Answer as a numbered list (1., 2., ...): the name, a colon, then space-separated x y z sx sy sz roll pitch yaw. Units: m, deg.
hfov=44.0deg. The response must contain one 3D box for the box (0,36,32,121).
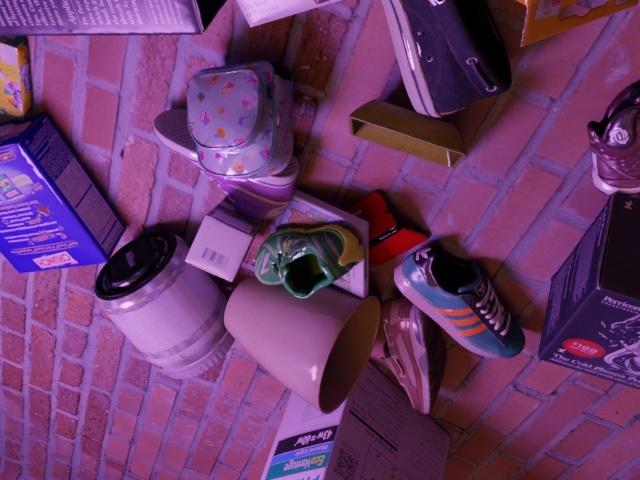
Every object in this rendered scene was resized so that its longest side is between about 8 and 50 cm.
1. box: -0.600 -0.312 1.492 0.105 0.043 0.179 20 135 2

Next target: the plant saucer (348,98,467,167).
1. plant saucer: 0.141 -0.174 1.271 0.188 0.045 0.188 19 180 3

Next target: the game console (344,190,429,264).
1. game console: 0.111 -0.021 1.515 0.144 0.085 0.124 -32 84 41

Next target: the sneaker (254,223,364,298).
1. sneaker: -0.048 0.042 1.485 0.295 0.123 0.109 -15 115 52

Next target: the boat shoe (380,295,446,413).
1. boat shoe: 0.192 0.236 1.673 0.116 0.123 0.325 8 129 24

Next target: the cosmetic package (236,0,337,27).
1. cosmetic package: -0.018 -0.395 1.161 0.238 0.060 0.099 -9 128 29

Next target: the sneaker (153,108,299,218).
1. sneaker: -0.183 -0.125 1.456 0.282 0.102 0.161 27 143 8

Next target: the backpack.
1. backpack: -0.130 -0.192 1.297 0.165 0.144 0.189 -1 99 22

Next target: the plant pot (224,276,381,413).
1. plant pot: -0.053 0.184 1.645 0.273 0.256 0.257 22 139 24

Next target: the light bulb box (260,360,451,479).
1. light bulb box: 0.085 0.523 1.812 0.225 0.361 0.358 -27 118 39

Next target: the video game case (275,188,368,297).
1. video game case: 0.000 0.000 1.523 0.212 0.023 0.193 26 141 27

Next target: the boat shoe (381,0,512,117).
1. boat shoe: 0.150 -0.373 1.033 0.155 0.187 0.500 -3 138 23

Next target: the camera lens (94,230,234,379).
1. camera lens: -0.328 0.135 1.695 0.219 0.219 0.274 -11 128 30

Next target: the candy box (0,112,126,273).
1. candy box: -0.605 -0.087 1.659 0.268 0.122 0.317 -7 129 26

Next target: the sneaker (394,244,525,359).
1. sneaker: 0.289 0.119 1.513 0.302 0.108 0.121 34 140 -11

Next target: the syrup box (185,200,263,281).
1. syrup box: -0.175 -0.004 1.484 0.093 0.237 0.096 25 98 -4

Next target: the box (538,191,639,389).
1. box: 0.573 0.114 1.289 0.343 0.179 0.313 16 152 7

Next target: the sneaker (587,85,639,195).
1. sneaker: 0.523 -0.159 1.149 0.281 0.106 0.163 -10 125 30

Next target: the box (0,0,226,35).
1. box: -0.303 -0.436 1.064 0.395 0.294 0.212 5 134 18

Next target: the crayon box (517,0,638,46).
1. crayon box: 0.307 -0.410 0.916 0.083 0.203 0.323 49 153 39
